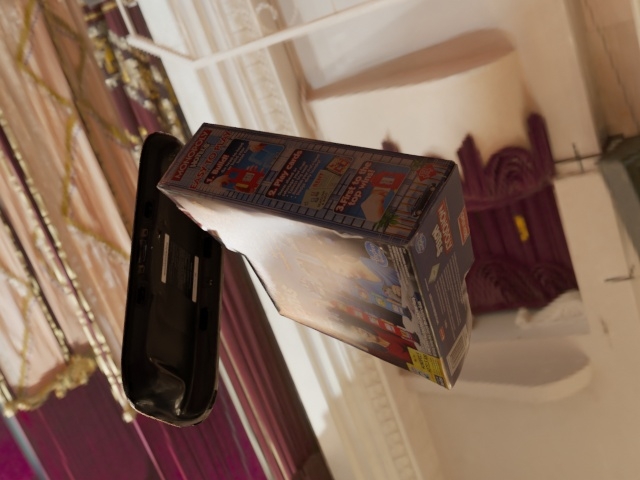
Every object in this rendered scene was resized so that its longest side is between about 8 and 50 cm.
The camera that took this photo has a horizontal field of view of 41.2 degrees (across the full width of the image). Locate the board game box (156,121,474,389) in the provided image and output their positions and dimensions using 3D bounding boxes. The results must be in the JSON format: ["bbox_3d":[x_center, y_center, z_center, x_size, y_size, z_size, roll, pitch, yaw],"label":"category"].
[{"bbox_3d":[0.000,0.000,0.553,0.194,0.194,0.060,22,-113,26],"label":"board game box"}]

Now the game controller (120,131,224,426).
[{"bbox_3d":[-0.160,0.040,0.949,0.067,0.166,0.319,-12,-115,25],"label":"game controller"}]
